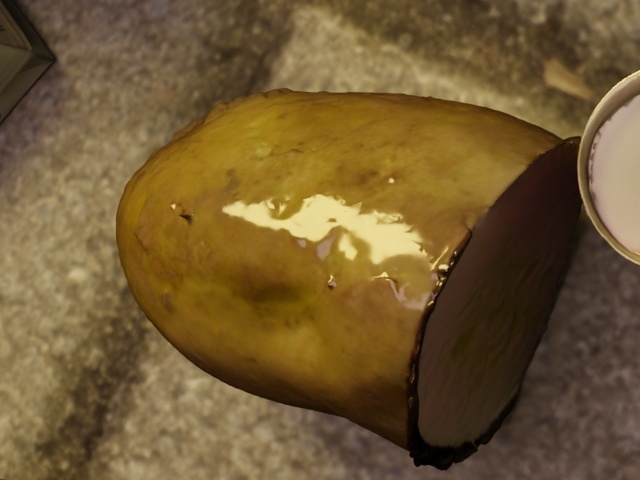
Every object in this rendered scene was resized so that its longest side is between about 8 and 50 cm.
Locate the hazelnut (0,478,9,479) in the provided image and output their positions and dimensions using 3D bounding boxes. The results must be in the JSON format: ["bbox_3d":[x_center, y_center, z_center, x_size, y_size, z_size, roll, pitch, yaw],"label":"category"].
[{"bbox_3d":[-0.214,0.250,1.270,0.182,0.182,0.182,-1,87,30],"label":"hazelnut"}]

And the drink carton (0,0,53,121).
[{"bbox_3d":[-0.345,-0.074,1.391,0.315,0.106,0.130,-46,69,21],"label":"drink carton"}]

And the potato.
[{"bbox_3d":[0.000,0.000,1.128,0.266,0.229,0.229,22,99,25],"label":"potato"}]

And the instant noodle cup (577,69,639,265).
[{"bbox_3d":[0.214,-0.034,1.053,0.151,0.122,0.151,0,90,29],"label":"instant noodle cup"}]
